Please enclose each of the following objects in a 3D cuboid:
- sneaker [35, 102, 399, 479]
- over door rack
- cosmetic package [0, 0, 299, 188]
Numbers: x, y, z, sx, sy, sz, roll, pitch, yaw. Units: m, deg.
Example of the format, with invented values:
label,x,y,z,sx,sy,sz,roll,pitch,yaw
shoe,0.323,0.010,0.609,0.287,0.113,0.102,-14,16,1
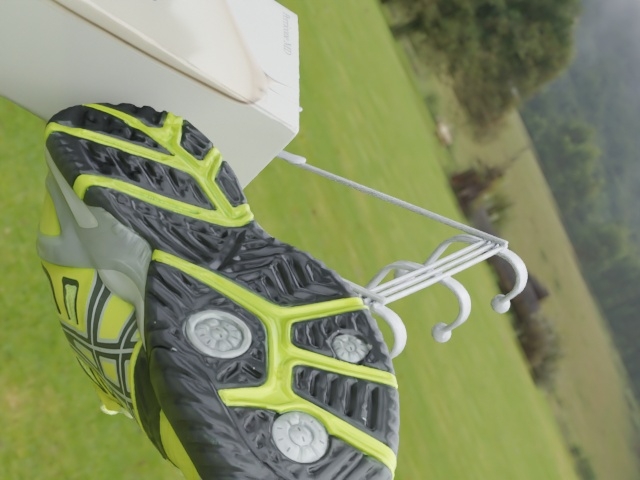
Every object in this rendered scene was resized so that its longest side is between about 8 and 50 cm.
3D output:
label,x,y,z,sx,sy,sz,roll,pitch,yaw
sneaker,-0.072,0.067,0.882,0.385,0.145,0.147,56,-40,44
over door rack,0.000,0.000,1.320,0.324,0.108,0.239,35,30,24
cosmetic package,-0.168,-0.167,1.036,0.309,0.113,0.160,29,36,-27
